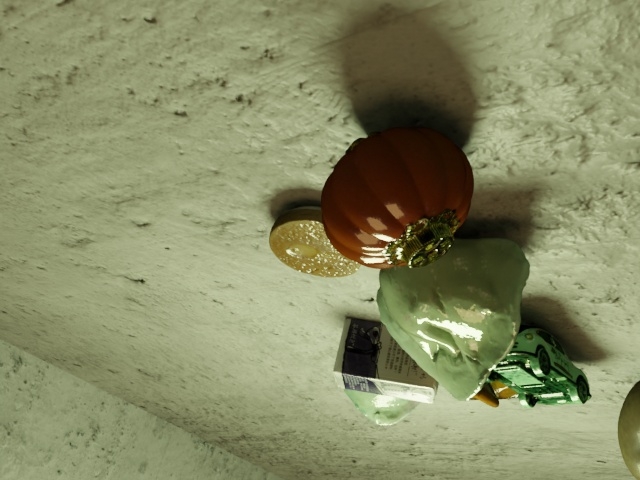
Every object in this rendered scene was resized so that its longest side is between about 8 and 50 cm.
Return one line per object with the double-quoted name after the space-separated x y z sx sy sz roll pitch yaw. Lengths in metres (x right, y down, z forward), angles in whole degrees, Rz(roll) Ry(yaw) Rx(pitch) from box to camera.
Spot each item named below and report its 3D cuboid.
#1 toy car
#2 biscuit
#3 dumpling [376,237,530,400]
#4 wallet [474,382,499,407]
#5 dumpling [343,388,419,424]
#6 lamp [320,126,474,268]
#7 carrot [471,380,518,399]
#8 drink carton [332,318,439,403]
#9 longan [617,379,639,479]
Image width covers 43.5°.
0.425 0.246 1.599 0.136 0.125 0.306 -15 146 39 "toy car"
0.000 0.000 1.433 0.181 0.049 0.208 18 152 -5 "biscuit"
0.235 0.103 1.364 0.270 0.212 0.320 49 171 12 "dumpling"
0.272 0.235 1.613 0.161 0.195 0.042 30 110 -29 "wallet"
0.162 0.353 1.921 0.217 0.149 0.105 2 -169 8 "dumpling"
0.106 -0.059 1.115 0.223 0.196 0.223 -22 152 -13 "lamp"
0.385 0.318 1.800 0.082 0.082 0.173 33 147 -30 "carrot"
0.152 0.263 1.755 0.222 0.134 0.102 7 149 14 "drink carton"
0.692 0.365 1.572 0.215 0.246 0.246 -12 143 23 "longan"
